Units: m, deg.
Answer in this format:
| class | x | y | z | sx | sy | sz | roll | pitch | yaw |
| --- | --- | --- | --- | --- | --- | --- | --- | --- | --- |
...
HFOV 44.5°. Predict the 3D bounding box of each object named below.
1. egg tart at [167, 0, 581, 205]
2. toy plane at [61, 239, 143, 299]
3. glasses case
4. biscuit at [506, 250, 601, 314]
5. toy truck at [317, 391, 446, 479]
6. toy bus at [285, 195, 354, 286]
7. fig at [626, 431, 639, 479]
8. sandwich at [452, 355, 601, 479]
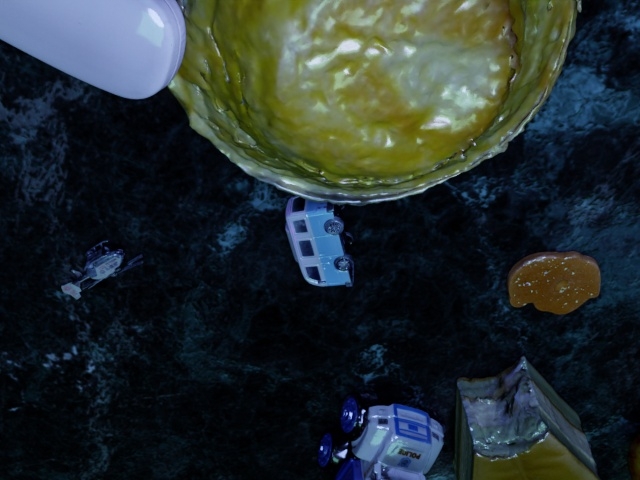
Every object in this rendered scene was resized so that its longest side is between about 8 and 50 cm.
| class | x | y | z | sx | sy | sz | roll | pitch | yaw |
| --- | --- | --- | --- | --- | --- | --- | --- | --- | --- |
| egg tart | 0.047 | -0.192 | 0.760 | 0.443 | 0.178 | 0.443 | -2 | 129 | -3 |
| toy plane | -0.288 | 0.037 | 1.012 | 0.120 | 0.031 | 0.049 | -28 | 132 | 14 |
| glasses case | -0.263 | -0.235 | 0.733 | 0.296 | 0.075 | 0.113 | 29 | 129 | 4 |
| biscuit | 0.316 | 0.056 | 1.058 | 0.130 | 0.019 | 0.102 | 5 | 126 | -6 |
| toy truck | 0.092 | 0.347 | 1.172 | 0.161 | 0.177 | 0.213 | 18 | 125 | -14 |
| toy bus | 0.000 | 0.000 | 0.977 | 0.075 | 0.060 | 0.123 | -8 | 125 | 10 |
| fig | 0.579 | 0.341 | 1.220 | 0.202 | 0.148 | 0.149 | -16 | 174 | -38 |
| sandwich | 0.259 | 0.310 | 1.167 | 0.227 | 0.155 | 0.198 | -34 | 119 | 21 |
